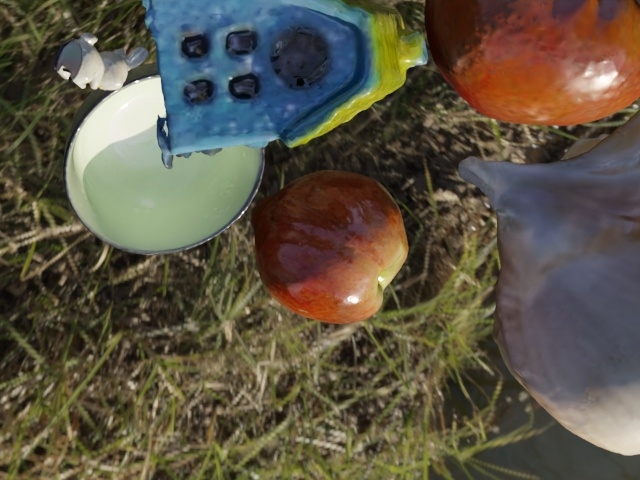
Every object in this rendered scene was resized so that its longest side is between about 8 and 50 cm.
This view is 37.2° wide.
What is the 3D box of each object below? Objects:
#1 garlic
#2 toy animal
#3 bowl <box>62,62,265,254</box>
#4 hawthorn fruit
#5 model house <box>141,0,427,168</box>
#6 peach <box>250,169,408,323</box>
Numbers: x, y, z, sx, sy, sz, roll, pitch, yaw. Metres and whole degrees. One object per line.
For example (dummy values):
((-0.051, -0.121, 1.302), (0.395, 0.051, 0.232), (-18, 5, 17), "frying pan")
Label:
((0.131, -0.009, 0.369), (0.174, 0.124, 0.099), (-55, 149, 0), "garlic")
((-0.328, -0.259, 1.416), (0.124, 0.071, 0.085), (11, 89, -50), "toy animal")
((-0.291, -0.169, 1.704), (0.354, 0.185, 0.354), (-11, 124, -16), "bowl")
((0.163, -0.163, 0.733), (0.197, 0.225, 0.196), (5, 72, -15), "hawthorn fruit")
((-0.033, -0.217, 1.129), (0.303, 0.237, 0.215), (-6, 100, 14), "model house")
((0.000, 0.000, 1.437), (0.257, 0.232, 0.232), (32, 102, 17), "peach")
